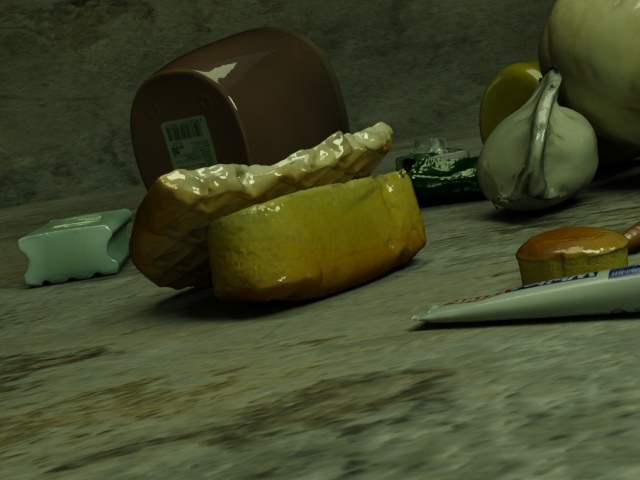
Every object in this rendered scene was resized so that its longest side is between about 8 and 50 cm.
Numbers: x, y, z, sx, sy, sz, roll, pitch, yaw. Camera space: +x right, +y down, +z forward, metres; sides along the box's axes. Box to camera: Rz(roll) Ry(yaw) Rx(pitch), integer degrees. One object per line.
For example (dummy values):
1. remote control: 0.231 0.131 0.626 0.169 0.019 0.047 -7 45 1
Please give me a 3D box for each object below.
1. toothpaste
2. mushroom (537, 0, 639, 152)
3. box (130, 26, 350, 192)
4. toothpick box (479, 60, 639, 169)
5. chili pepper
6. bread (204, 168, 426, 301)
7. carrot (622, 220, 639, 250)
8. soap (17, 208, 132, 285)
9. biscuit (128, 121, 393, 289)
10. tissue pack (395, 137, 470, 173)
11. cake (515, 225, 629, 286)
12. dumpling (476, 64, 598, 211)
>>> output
1. toothpaste: 0.168 0.038 0.663 0.218 0.033 0.052 -10 3 28
2. mushroom: 0.440 -0.235 1.184 0.325 0.353 0.353 -16 10 -17
3. box: -0.126 -0.157 1.448 0.301 0.301 0.216 -3 15 36
4. toothpick box: 0.389 -0.185 1.462 0.271 0.175 0.175 -9 7 -28
5. chili pepper: 0.192 -0.081 1.355 0.216 0.062 0.108 -6 15 20
6. bread: 0.000 0.000 0.901 0.102 0.094 0.245 -14 2 43
7. carrot: 0.330 -0.024 0.877 0.216 0.048 0.048 -20 13 -32
8. soap: -0.312 0.006 1.285 0.119 0.067 0.198 -8 8 -3
9. biscuit: -0.065 -0.023 0.965 0.309 0.040 0.204 -19 -23 -45
10. tissue pack: 0.182 -0.128 1.611 0.085 0.079 0.111 -13 9 -18
11. cake: 0.189 0.016 0.736 0.084 0.044 0.084 -9 10 2
12. dumpling: 0.259 -0.119 1.153 0.142 0.173 0.247 7 9 7
